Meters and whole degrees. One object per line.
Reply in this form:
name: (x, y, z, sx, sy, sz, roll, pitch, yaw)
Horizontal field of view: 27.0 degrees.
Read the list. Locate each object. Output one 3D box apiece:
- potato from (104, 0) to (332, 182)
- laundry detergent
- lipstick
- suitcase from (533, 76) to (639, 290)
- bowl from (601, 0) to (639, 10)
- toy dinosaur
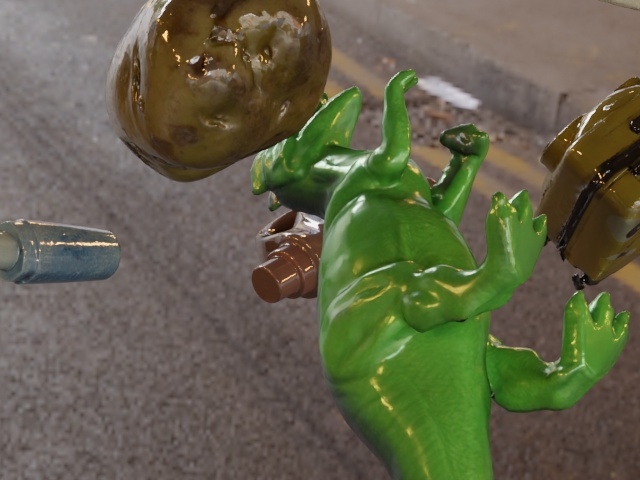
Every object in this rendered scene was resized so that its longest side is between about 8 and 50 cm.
potato: (-0.076, -0.121, 0.934, 0.154, 0.137, 0.200, -26, 5, -18)
laundry detergent: (0.000, 0.000, 1.368, 0.171, 0.076, 0.237, 5, 25, 46)
lipstick: (-0.328, 0.011, 1.395, 0.061, 0.068, 0.274, -27, -18, 33)
suitcase: (0.342, -0.073, 1.495, 0.194, 0.235, 0.143, -34, 71, -18)
bowl: (0.252, -0.324, 1.097, 0.277, 0.145, 0.277, 10, 43, -9)
toy dinosaur: (0.009, 0.105, 0.947, 0.144, 0.500, 0.374, 32, -16, -38)
